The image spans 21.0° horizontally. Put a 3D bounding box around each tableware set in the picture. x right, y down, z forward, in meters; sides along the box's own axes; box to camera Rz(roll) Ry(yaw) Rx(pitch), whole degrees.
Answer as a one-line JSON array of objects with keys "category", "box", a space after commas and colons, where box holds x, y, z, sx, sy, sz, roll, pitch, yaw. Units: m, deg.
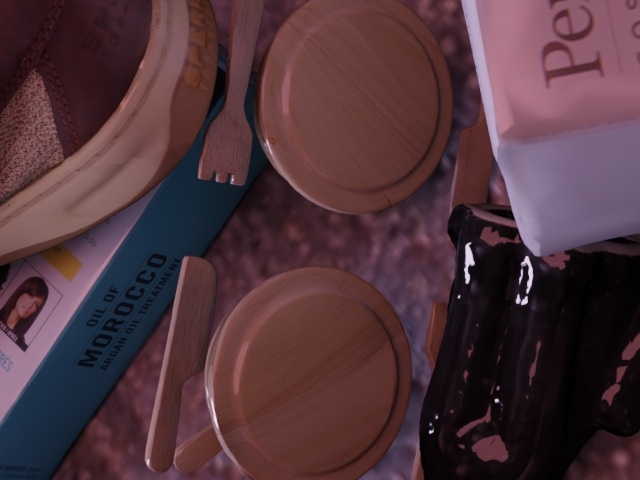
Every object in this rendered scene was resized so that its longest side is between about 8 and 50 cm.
[{"category": "tableware set", "box": [0.000, 0.000, 0.669, 0.039, 0.128, 0.194, 4, 83, 61]}]

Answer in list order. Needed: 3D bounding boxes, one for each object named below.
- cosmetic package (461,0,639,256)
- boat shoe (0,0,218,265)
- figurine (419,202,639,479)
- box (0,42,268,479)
[{"category": "cosmetic package", "box": [0.220, -0.142, 0.493, 0.384, 0.156, 0.217, -12, 78, 5]}, {"category": "boat shoe", "box": [-0.198, -0.019, 0.676, 0.342, 0.123, 0.123, -28, 55, 32]}, {"category": "figurine", "box": [0.123, 0.114, 0.601, 0.214, 0.092, 0.210, 17, 98, 27]}, {"category": "box", "box": [-0.121, 0.010, 0.743, 0.100, 0.060, 0.244, 40, 100, 27]}]
